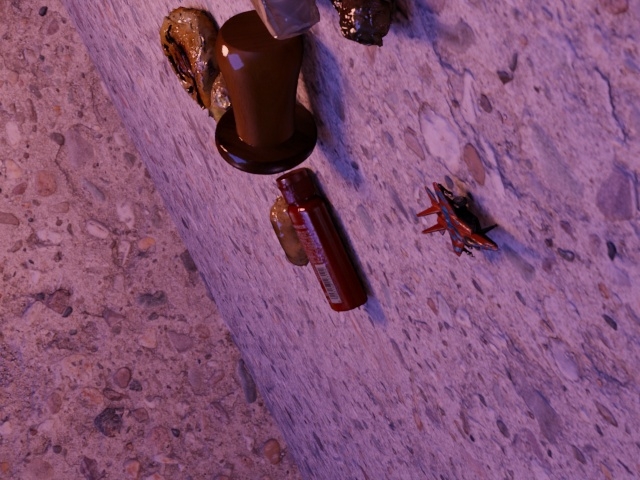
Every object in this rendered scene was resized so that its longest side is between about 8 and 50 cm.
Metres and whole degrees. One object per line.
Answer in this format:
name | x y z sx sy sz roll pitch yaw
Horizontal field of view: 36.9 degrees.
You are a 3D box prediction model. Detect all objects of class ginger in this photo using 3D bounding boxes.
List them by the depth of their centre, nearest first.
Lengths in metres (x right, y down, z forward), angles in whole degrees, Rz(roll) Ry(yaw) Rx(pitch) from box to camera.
ginger | -0.159 -0.291 1.904 0.102 0.157 0.216 29 159 14
ginger | -0.065 -0.013 2.211 0.095 0.069 0.190 -101 -10 -66

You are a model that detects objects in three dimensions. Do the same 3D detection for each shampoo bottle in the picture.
shampoo bottle | 0.001 0.000 2.016 0.314 0.076 0.118 66 164 -13

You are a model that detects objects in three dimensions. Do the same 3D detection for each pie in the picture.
pie | -0.284 -0.406 2.189 0.308 0.085 0.308 54 164 24

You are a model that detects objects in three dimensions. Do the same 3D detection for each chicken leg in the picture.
chicken leg | 0.049 -0.338 1.328 0.196 0.080 0.125 -130 28 -57

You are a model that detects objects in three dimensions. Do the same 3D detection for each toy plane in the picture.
toy plane | 0.210 -0.020 1.382 0.189 0.061 0.130 26 141 56

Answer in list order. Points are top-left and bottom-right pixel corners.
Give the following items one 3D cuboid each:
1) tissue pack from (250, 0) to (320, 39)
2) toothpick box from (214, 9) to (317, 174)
tissue pack | -0.075 -0.421 1.446 0.222 0.090 0.186 -118 9 -61
toothpick box | -0.104 -0.255 1.725 0.192 0.192 0.294 49 155 36
